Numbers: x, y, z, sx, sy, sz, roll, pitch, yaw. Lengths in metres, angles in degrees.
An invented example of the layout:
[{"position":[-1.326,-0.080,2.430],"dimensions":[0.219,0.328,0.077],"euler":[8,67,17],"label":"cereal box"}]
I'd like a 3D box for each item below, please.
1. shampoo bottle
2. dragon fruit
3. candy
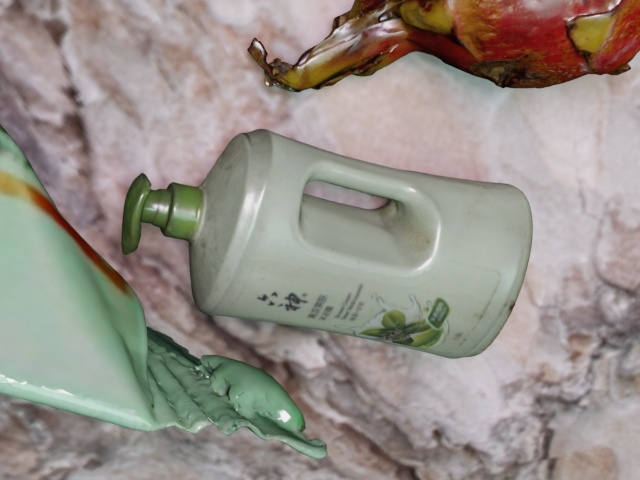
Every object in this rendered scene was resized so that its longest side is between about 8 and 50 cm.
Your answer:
[{"position":[0.000,0.000,0.614],"dimensions":[0.234,0.087,0.118],"euler":[11,114,-19],"label":"shampoo bottle"},{"position":[0.079,-0.129,0.566],"dimensions":[0.246,0.125,0.125],"euler":[-18,89,16],"label":"dragon fruit"},{"position":[-0.204,-0.009,0.458],"dimensions":[0.398,0.263,0.172],"euler":[32,95,-25],"label":"candy"}]
